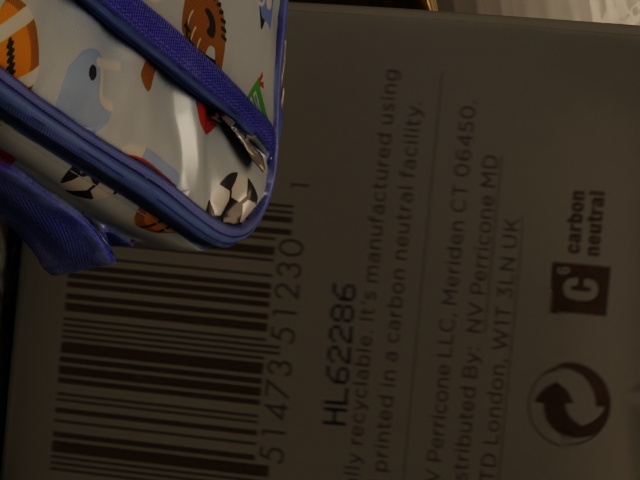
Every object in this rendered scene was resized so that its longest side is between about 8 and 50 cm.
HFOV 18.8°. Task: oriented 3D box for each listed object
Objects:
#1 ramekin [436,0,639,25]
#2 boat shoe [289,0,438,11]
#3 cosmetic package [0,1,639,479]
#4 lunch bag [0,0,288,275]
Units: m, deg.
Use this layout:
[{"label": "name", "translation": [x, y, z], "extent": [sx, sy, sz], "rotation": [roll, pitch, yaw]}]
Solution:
[{"label": "ramekin", "translation": [0.143, -0.250, 1.600], "extent": [0.277, 0.277, 0.135], "rotation": [-70, 154, -53]}, {"label": "boat shoe", "translation": [0.032, -0.218, 1.439], "extent": [0.123, 0.123, 0.342], "rotation": [-68, 153, -52]}, {"label": "cosmetic package", "translation": [0.044, 0.054, 1.080], "extent": [0.393, 0.327, 0.329], "rotation": [3, 92, -79]}, {"label": "lunch bag", "translation": [-0.099, -0.123, 0.732], "extent": [0.303, 0.115, 0.243], "rotation": [38, 53, -60]}]
